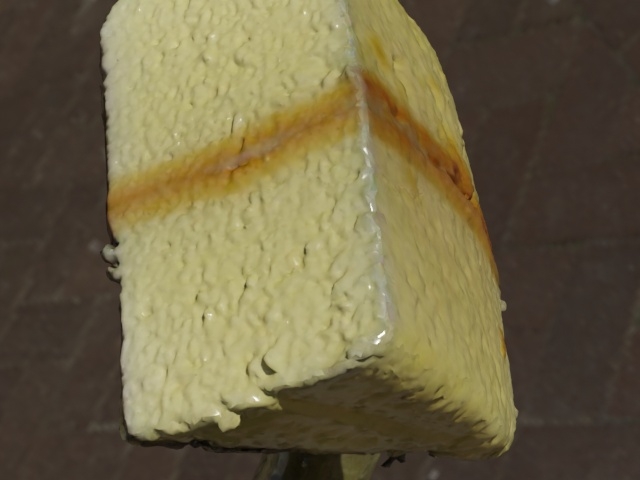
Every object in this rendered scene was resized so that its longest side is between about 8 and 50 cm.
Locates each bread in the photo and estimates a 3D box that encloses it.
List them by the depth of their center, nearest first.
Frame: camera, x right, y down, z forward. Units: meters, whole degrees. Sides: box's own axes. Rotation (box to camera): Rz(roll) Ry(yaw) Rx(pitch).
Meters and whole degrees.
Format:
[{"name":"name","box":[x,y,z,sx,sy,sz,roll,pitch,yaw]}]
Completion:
[{"name":"bread","box":[0.000,0.000,0.892,0.135,0.178,0.240,-20,58,20]}]

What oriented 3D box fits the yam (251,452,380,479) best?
[{"name":"yam","box":[-0.033,0.236,1.254,0.083,0.083,0.371,-114,36,-54]}]
